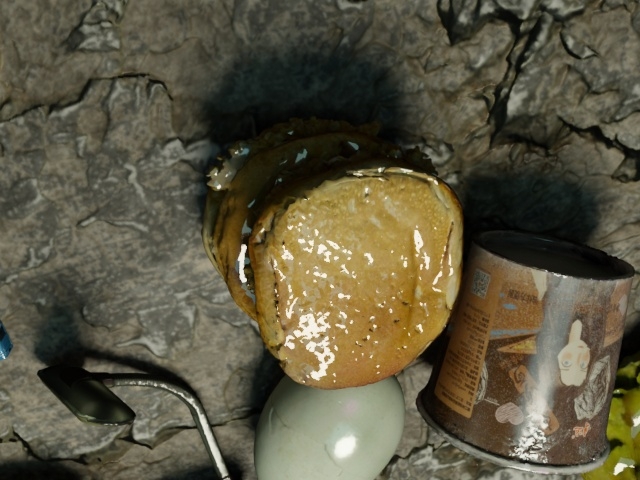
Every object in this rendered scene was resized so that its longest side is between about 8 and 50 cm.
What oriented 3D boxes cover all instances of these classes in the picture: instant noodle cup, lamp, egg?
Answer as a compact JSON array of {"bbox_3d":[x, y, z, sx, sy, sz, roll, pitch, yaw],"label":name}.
[{"bbox_3d":[0.227,0.108,0.904,0.217,0.217,0.207,6,105,-10],"label":"instant noodle cup"},{"bbox_3d":[-0.165,0.233,0.909,0.124,0.203,0.283,-37,109,-12],"label":"lamp"},{"bbox_3d":[0.006,0.215,0.941,0.151,0.151,0.209,30,107,-17],"label":"egg"}]

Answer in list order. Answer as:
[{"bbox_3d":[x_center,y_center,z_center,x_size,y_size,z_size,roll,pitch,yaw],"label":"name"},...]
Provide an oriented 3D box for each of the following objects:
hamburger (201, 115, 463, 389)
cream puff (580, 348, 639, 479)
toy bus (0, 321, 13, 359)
[{"bbox_3d":[0.006,-0.003,0.821,0.260,0.211,0.245,31,98,-24],"label":"hamburger"},{"bbox_3d":[0.442,0.244,0.980,0.281,0.185,0.282,2,111,5],"label":"cream puff"},{"bbox_3d":[-0.383,0.119,0.913,0.083,0.038,0.046,-16,109,-2],"label":"toy bus"}]
